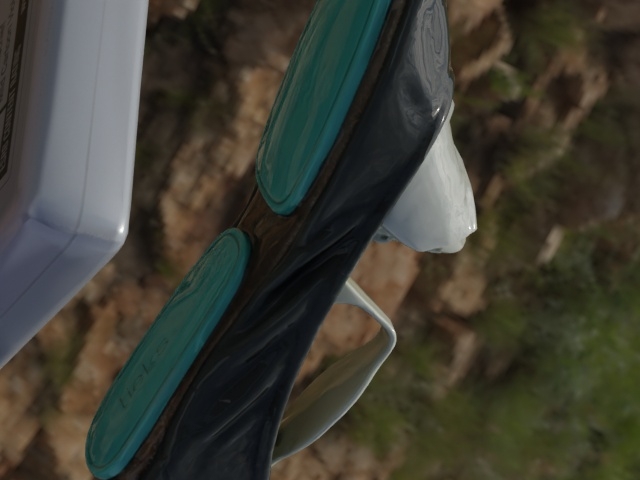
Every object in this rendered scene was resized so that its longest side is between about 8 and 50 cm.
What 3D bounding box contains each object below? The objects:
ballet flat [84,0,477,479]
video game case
[{"bbox_3d":[0.000,0.000,0.741,0.096,0.095,0.280,23,109,-22],"label":"ballet flat"},{"bbox_3d":[-0.131,-0.082,0.655,0.036,0.329,0.300,17,147,-25],"label":"video game case"}]
